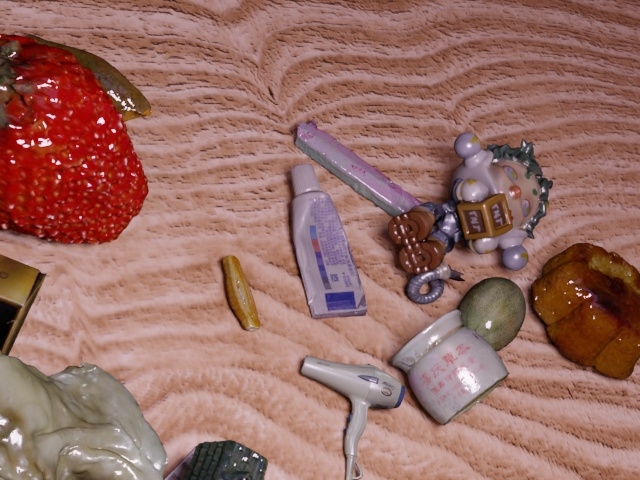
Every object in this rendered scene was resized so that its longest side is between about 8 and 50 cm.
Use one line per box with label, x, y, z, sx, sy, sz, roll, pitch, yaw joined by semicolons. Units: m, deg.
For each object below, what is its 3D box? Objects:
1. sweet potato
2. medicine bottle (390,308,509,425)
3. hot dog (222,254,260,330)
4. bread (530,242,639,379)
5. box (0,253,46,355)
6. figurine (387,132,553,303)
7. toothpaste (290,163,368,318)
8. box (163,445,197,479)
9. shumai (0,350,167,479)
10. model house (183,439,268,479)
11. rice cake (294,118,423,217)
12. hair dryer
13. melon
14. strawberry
sweet potato;-0.390;-0.277;1.811;0.244;0.077;0.077;36;46;-4
medicine bottle;0.207;0.203;1.747;0.147;0.147;0.143;-26;71;-41
hot dog;-0.130;0.083;1.721;0.044;0.028;0.137;17;47;-54
bread;0.505;0.115;1.997;0.247;0.135;0.232;32;43;-6
box;-0.460;0.096;1.371;0.159;0.240;0.071;26;45;-12
figurine;0.284;-0.062;1.952;0.382;0.186;0.261;-27;110;-46
toothpaste;0.002;0.000;1.848;0.099;0.068;0.282;-13;71;-3
box;-0.223;0.361;1.437;0.039;0.055;0.218;42;46;6
shumai;-0.350;0.222;1.286;0.288;0.292;0.330;-21;92;-21
model house;-0.126;0.358;1.372;0.166;0.172;0.183;7;50;14
rice cake;0.079;-0.127;1.987;0.290;0.051;0.081;37;47;-1
hair dryer;0.023;0.265;1.674;0.167;0.067;0.199;30;61;5
melon;0.296;0.127;1.881;0.114;0.114;0.167;38;48;0
strawberry;-0.396;-0.145;1.600;0.351;0.267;0.312;34;35;-39
